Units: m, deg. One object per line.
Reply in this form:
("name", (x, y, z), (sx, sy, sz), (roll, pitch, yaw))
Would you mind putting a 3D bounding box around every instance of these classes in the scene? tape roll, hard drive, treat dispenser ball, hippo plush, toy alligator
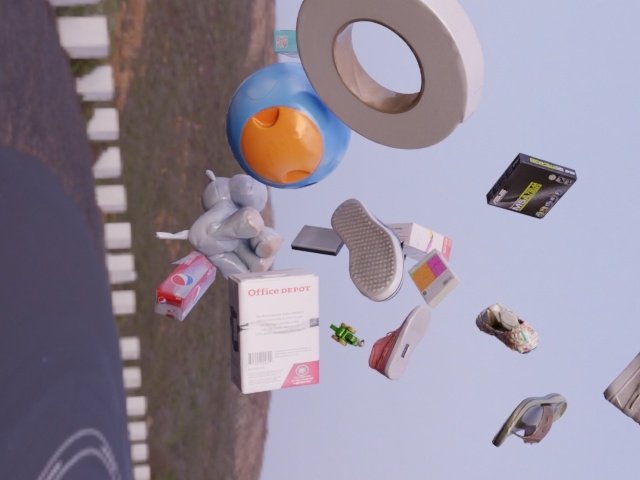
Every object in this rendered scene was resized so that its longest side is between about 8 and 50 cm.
("tape roll", (0.128, -0.350, 1.659), (0.072, 0.392, 0.392), (-47, 164, -34))
("hard drive", (0.000, 0.000, 2.327), (0.094, 0.135, 0.022), (-56, 145, -44))
("treat dispenser ball", (-0.072, -0.260, 1.961), (0.288, 0.288, 0.288), (178, -90, -77))
("hippo plush", (-0.236, -0.045, 2.250), (0.234, 0.294, 0.237), (69, 16, -44))
("toy alligator", (0.087, 0.284, 2.472), (0.056, 0.051, 0.189), (-53, -149, -9))

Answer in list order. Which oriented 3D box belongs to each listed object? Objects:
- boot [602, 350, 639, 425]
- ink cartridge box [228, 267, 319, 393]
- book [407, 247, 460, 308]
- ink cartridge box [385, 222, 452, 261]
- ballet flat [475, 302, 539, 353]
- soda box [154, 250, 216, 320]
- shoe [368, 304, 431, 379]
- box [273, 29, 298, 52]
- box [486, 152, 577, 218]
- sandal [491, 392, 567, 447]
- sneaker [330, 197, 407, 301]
("boot", (0.717, 0.268, 1.783), (0.123, 0.095, 0.258), (42, -74, 21))
("ink cartridge box", (-0.097, 0.184, 1.796), (0.100, 0.171, 0.237), (-156, -117, -67))
("book", (0.279, 0.090, 2.112), (0.096, 0.035, 0.144), (-46, -150, 14))
("ink cartridge box", (0.246, 0.000, 2.317), (0.115, 0.198, 0.067), (-2, -108, 50))
("ballet flat", (0.418, 0.184, 1.950), (0.077, 0.091, 0.241), (62, -11, -18))
("soda box", (-0.397, 0.131, 2.558), (0.263, 0.092, 0.084), (-59, 162, -59))
("shoe", (0.169, 0.212, 1.872), (0.081, 0.063, 0.178), (19, -101, 52))
("box", (-0.058, -0.549, 2.409), (0.244, 0.100, 0.060), (-39, 132, -77))
("box", (0.595, -0.151, 2.430), (0.191, 0.184, 0.045), (122, -26, -46))
("sandal", (0.532, 0.445, 2.105), (0.086, 0.302, 0.120), (47, -54, 33))
("sneaker", (0.125, 0.034, 1.834), (0.127, 0.126, 0.321), (43, 16, -34))
